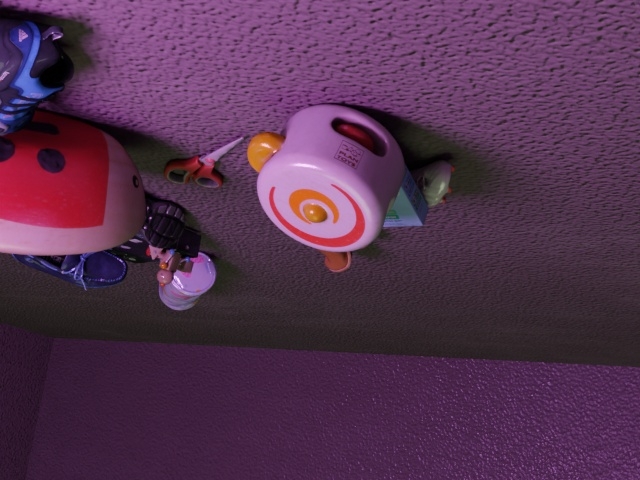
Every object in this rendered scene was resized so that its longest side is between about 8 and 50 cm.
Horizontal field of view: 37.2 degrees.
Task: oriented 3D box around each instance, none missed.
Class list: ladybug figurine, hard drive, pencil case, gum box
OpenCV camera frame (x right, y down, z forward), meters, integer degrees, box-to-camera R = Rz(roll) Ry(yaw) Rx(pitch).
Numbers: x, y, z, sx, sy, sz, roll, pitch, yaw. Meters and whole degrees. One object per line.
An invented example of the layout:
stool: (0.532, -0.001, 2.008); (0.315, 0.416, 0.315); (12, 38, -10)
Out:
ladybug figurine: (-0.477, -0.106, 1.459); (0.449, 0.162, 0.305); (4, -151, -32)
hard drive: (-0.463, -0.026, 2.084); (0.237, 0.064, 0.339); (-7, 160, 43)
pencil case: (-0.339, 0.104, 2.417); (0.124, 0.113, 0.273); (1, 167, -14)
gum box: (0.063, -0.093, 1.485); (0.157, 0.041, 0.184); (-2, 141, 33)

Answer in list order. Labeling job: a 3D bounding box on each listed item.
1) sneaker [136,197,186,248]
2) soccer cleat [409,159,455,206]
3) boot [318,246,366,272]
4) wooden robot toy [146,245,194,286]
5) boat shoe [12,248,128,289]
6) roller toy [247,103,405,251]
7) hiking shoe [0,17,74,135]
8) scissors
sneaker: (-0.373, -0.059, 1.914); (0.106, 0.101, 0.267); (31, -176, 31)
soccer cleat: (0.156, -0.087, 1.542); (0.076, 0.068, 0.196); (14, 167, -11)
boot: (0.000, 0.000, 1.940); (0.152, 0.073, 0.197); (11, 153, -16)
wooden robot toy: (-0.335, 0.060, 2.048); (0.076, 0.079, 0.173); (11, 171, 15)
boat shoe: (-0.552, 0.047, 2.083); (0.258, 0.109, 0.089); (9, 162, -10)
roller toy: (0.012, -0.084, 1.356); (0.191, 0.146, 0.209); (-1, 136, 30)
hiking shoe: (-0.396, -0.209, 1.277); (0.132, 0.113, 0.304); (-1, 173, -10)
scissors: (-0.203, -0.136, 1.620); (0.109, 0.021, 0.297); (13, 166, -12)
